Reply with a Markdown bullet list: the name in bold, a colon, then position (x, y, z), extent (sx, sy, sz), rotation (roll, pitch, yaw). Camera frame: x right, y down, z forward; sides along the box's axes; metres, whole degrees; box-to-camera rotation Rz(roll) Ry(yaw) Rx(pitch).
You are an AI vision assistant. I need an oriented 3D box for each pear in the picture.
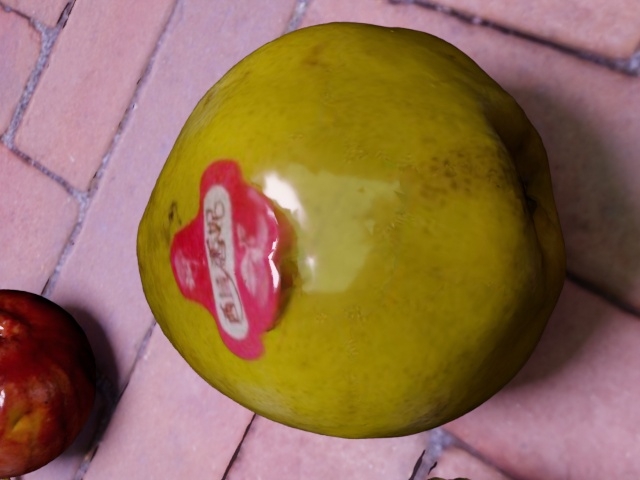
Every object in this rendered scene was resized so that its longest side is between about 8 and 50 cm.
- **pear**: position (0.000, 0.000, 0.537), extent (0.375, 0.287, 0.287), rotation (-18, 72, 46)

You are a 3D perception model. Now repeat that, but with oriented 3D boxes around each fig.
- **fig**: position (-0.343, 0.167, 0.762), extent (0.249, 0.204, 0.186), rotation (118, 163, -45)

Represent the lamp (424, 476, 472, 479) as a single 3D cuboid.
- **lamp**: position (0.108, 0.281, 0.454), extent (0.284, 0.250, 0.250), rotation (16, 89, -9)
